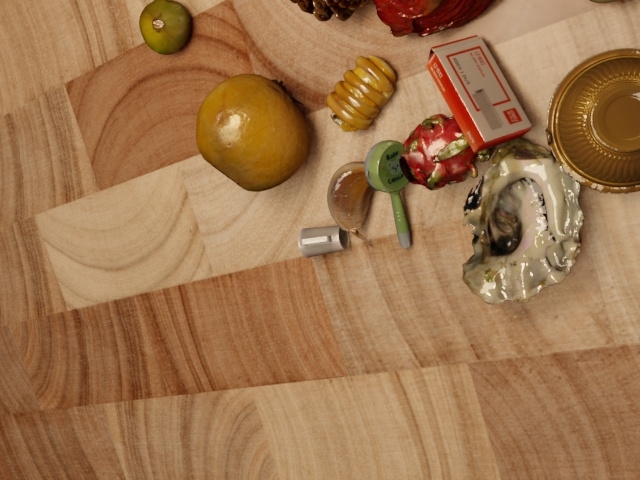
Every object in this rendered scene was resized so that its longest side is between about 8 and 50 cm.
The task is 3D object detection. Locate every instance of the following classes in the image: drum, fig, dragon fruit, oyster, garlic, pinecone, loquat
[{"bbox_3d":[0.181,-0.114,1.580,0.049,0.130,0.253,16,143,51],"label":"drum"},{"bbox_3d":[-0.394,-0.545,1.770,0.153,0.120,0.136,-17,100,56],"label":"fig"},{"bbox_3d":[0.263,-0.186,1.452,0.172,0.160,0.167,-30,45,34],"label":"dragon fruit"},{"bbox_3d":[0.403,-0.044,1.412,0.237,0.115,0.351,-2,90,9],"label":"oyster"},{"bbox_3d":[0.078,-0.090,1.632,0.128,0.090,0.198,14,106,14],"label":"garlic"},{"bbox_3d":[0.177,-0.538,1.346,0.302,0.330,0.240,-53,53,32],"label":"dragon fruit"},{"bbox_3d":[0.011,-0.568,1.483,0.207,0.207,0.208,9,108,29],"label":"pinecone"},{"bbox_3d":[-0.159,-0.262,1.632,0.274,0.275,0.275,9,108,29],"label":"loquat"}]

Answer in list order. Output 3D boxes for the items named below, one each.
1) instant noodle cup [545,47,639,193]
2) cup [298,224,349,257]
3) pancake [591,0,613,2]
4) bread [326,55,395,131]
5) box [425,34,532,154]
[{"bbox_3d":[0.550,-0.219,1.267,0.274,0.091,0.274,1,95,17],"label":"instant noodle cup"},{"bbox_3d":[0.000,0.000,1.692,0.116,0.104,0.074,-8,85,29],"label":"cup"},{"bbox_3d":[0.489,-0.541,1.216,0.242,0.050,0.242,169,90,-67],"label":"pancake"},{"bbox_3d":[0.088,-0.330,1.560,0.119,0.084,0.177,43,117,13],"label":"bread"},{"bbox_3d":[0.312,-0.294,1.389,0.229,0.123,0.050,66,159,14],"label":"box"}]
